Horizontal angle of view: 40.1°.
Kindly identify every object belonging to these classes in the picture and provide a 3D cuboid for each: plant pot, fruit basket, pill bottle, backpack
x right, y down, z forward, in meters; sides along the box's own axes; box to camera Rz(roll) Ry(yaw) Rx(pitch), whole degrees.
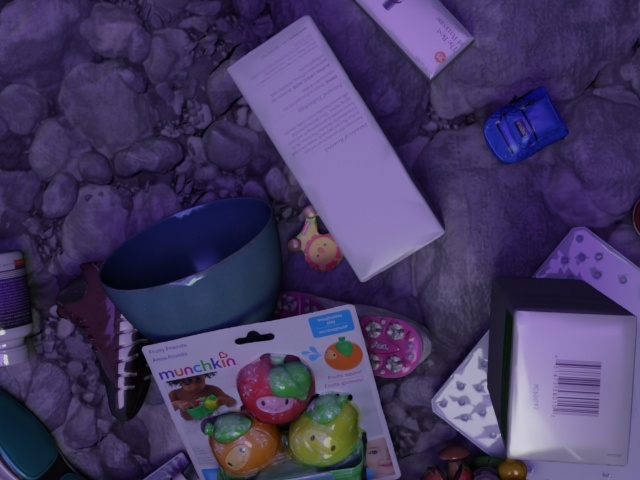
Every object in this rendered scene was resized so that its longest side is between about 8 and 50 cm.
[{"bbox_3d":[-0.182,0.082,1.406,0.290,0.290,0.195,-16,114,8],"label":"plant pot"},{"bbox_3d":[-0.066,0.276,1.345,0.327,0.165,0.353,-11,125,7],"label":"fruit basket"},{"bbox_3d":[-0.560,0.118,1.523,0.108,0.108,0.193,-7,94,8],"label":"pill bottle"},{"bbox_3d":[0.318,-0.181,1.389,0.120,0.101,0.098,-28,84,12],"label":"backpack"}]

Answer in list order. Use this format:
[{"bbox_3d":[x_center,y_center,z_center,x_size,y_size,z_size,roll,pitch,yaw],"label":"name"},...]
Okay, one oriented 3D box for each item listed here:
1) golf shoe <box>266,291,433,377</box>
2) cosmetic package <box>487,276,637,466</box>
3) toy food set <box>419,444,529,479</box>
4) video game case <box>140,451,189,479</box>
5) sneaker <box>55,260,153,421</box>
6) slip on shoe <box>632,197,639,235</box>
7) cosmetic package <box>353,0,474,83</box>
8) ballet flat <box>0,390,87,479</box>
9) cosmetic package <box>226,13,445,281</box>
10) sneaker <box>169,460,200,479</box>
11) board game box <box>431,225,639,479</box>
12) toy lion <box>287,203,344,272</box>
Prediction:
[{"bbox_3d":[0.044,0.154,1.453,0.306,0.140,0.115,14,97,29],"label":"golf shoe"},{"bbox_3d":[0.325,0.166,1.232,0.155,0.365,0.196,2,93,6],"label":"cosmetic package"},{"bbox_3d":[0.237,0.370,1.404,0.218,0.128,0.071,-7,90,31],"label":"toy food set"},{"bbox_3d":[-0.260,0.502,1.515,0.183,0.023,0.201,-34,90,-25],"label":"video game case"},{"bbox_3d":[-0.381,0.167,1.518,0.163,0.106,0.281,1,85,13],"label":"sneaker"},{"bbox_3d":[0.660,-0.050,1.355,0.331,0.101,0.123,-7,92,7],"label":"slip on shoe"},{"bbox_3d":[0.132,-0.375,1.414,0.099,0.060,0.239,-44,89,10],"label":"cosmetic package"},{"bbox_3d":[-0.495,0.433,1.540,0.400,0.139,0.139,43,99,-2],"label":"ballet flat"},{"bbox_3d":[0.034,-0.139,1.372,0.156,0.217,0.385,-34,92,9],"label":"cosmetic package"},{"bbox_3d":[-0.139,0.447,1.512,0.234,0.078,0.106,40,80,-8],"label":"sneaker"},{"bbox_3d":[0.448,0.239,1.433,0.390,0.050,0.390,38,98,2],"label":"board game box"},{"bbox_3d":[0.000,0.000,1.482,0.096,0.034,0.100,25,97,-2],"label":"toy lion"}]
